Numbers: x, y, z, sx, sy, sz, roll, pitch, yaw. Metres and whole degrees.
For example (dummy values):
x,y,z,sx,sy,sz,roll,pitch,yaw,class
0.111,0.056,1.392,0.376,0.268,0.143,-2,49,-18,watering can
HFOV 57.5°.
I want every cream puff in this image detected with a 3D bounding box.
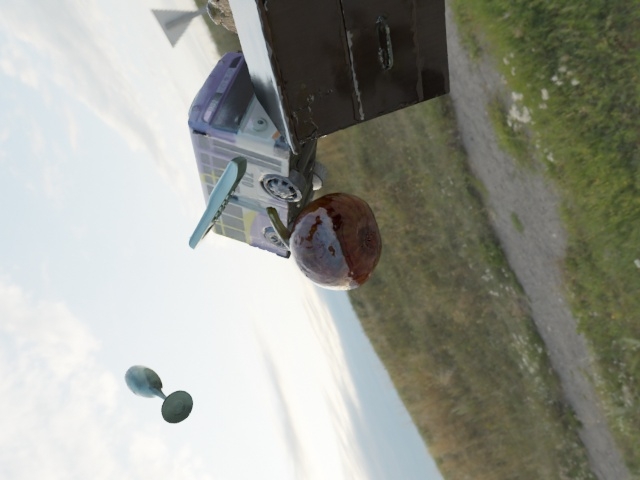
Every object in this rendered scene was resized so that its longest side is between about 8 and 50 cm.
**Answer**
x,y,z,sx,sy,sz,roll,pitch,yaw,class
-0.106,-0.349,0.813,0.094,0.122,0.116,36,-167,-51,cream puff

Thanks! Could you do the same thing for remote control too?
x,y,z,sx,sy,sz,roll,pitch,yaw,class
-0.166,-0.061,0.934,0.029,0.162,0.061,34,-162,-2,remote control

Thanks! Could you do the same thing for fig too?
x,y,z,sx,sy,sz,roll,pitch,yaw,class
0.005,0.006,1.060,0.175,0.207,0.175,17,-112,-52,fig

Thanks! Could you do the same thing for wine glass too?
x,y,z,sx,sy,sz,roll,pitch,yaw,class
-0.561,0.462,1.698,0.310,0.264,0.096,10,105,51,wine glass

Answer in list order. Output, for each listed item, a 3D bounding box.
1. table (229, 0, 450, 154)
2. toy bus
x,y,z,sx,sy,sz,roll,pitch,yaw,class
0.020,-0.229,0.635,0.172,0.193,0.169,-121,14,-50,table
-0.124,-0.166,1.199,0.440,0.250,0.209,98,-168,-63,toy bus
